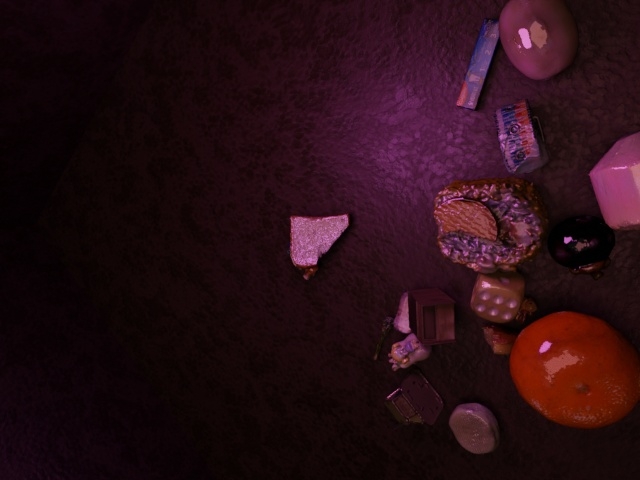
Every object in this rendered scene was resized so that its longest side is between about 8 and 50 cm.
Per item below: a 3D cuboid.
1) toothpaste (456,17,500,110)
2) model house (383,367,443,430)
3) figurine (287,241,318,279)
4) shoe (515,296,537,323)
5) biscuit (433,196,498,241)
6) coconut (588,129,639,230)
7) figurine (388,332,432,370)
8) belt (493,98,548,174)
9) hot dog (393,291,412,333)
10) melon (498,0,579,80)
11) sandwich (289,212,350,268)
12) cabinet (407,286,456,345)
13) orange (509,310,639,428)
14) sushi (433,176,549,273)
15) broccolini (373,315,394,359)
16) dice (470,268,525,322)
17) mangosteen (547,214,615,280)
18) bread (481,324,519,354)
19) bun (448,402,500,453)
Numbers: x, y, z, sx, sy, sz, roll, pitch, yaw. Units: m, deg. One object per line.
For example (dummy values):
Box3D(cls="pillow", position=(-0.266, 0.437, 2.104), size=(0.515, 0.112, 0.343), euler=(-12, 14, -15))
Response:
Box3D(cls="toothpaste", position=(0.604, -0.659, 1.702), size=(0.077, 0.066, 0.320), euler=(22, 110, 21))
Box3D(cls="model house", position=(0.369, 0.750, 2.040), size=(0.279, 0.205, 0.218), euler=(-43, 79, 34))
Box3D(cls="figurine", position=(-0.079, 0.082, 2.182), size=(0.195, 0.111, 0.102), euler=(50, 134, 6))
Box3D(cls="shoe", position=(0.809, 0.277, 1.785), size=(0.109, 0.072, 0.069), euler=(-44, 41, 22))
Box3D(cls="biscuit", position=(0.529, -0.067, 1.617), size=(0.228, 0.031, 0.176), euler=(50, 122, 12))
Box3D(cls="coconut", position=(1.049, -0.201, 1.455), size=(0.298, 0.297, 0.309), euler=(-13, 90, 28))
Box3D(cls="figurine", position=(0.371, 0.511, 2.006), size=(0.235, 0.155, 0.127), euler=(-43, 70, 28))
Box3D(cls="belt", position=(0.720, -0.368, 1.623), size=(0.150, 0.207, 0.257), euler=(-15, 85, 31))
Box3D(cls="hot dog", position=(0.393, 0.326, 2.009), size=(0.108, 0.059, 0.191), euler=(16, 102, 14))
Box3D(cls="melon", position=(0.740, -0.705, 1.538), size=(0.223, 0.223, 0.316), euler=(-28, 91, 28))
Box3D(cls="sandwich", position=(0.000, 0.000, 2.066), size=(0.289, 0.099, 0.254), euler=(-4, 89, 5))
Box3D(cls="cabinet", position=(0.461, 0.309, 1.864), size=(0.148, 0.215, 0.174), euler=(-5, 99, -3))
Box3D(cls="orange", position=(0.908, 0.456, 1.625), size=(0.425, 0.326, 0.423), euler=(2, 101, 12))
Box3D(cls="sushi", position=(0.644, -0.060, 1.706), size=(0.397, 0.240, 0.350), euler=(0, 101, 29))
Box3D(cls="broccolini", position=(0.287, 0.455, 2.095), size=(0.051, 0.054, 0.238), euler=(21, 112, 7))
Box3D(cls="dice", position=(0.687, 0.204, 1.754), size=(0.169, 0.169, 0.166), euler=(15, 122, 16))
Box3D(cls="mangosteen", position=(0.934, 0.035, 1.601), size=(0.212, 0.211, 0.249), euler=(-21, 100, 28))
Box3D(cls="bread", position=(0.731, 0.393, 1.810), size=(0.125, 0.156, 0.086), euler=(-3, 104, 0))
Box3D(cls="bun", position=(0.667, 0.796, 1.938), size=(0.221, 0.108, 0.221), euler=(11, 110, 31))
